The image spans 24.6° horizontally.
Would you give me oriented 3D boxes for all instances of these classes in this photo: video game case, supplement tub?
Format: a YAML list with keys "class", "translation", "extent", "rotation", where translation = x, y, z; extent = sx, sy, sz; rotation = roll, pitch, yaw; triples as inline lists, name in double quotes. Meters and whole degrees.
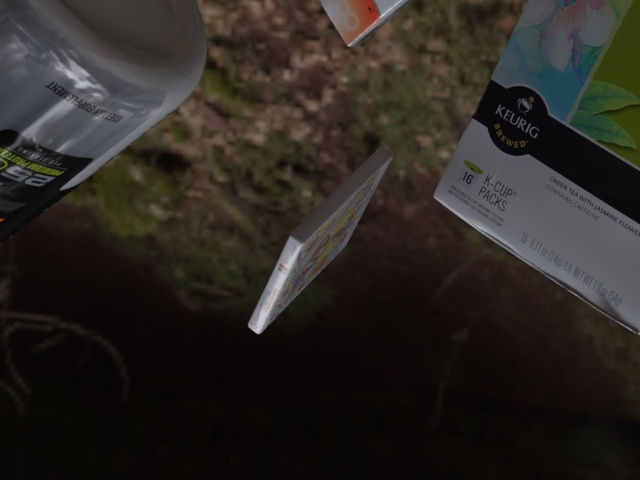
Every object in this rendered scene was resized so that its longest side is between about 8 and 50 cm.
- class: "video game case"
  translation: [0.000, 0.000, 1.966]
  extent: [0.026, 0.227, 0.206]
  rotation: [37, 139, 10]
- class: "supplement tub"
  translation: [-0.255, -0.089, 0.944]
  extent: [0.338, 0.207, 0.207]
  rotation: [-35, 156, 27]

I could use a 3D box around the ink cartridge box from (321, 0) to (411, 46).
- class: "ink cartridge box"
  translation: [0.039, -0.356, 1.856]
  extent: [0.045, 0.179, 0.145]
  rotation: [-34, 179, -39]

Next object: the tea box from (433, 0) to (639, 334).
- class: "tea box"
  translation: [0.318, -0.126, 1.210]
  extent: [0.220, 0.323, 0.329]
  rotation: [35, -156, 28]
